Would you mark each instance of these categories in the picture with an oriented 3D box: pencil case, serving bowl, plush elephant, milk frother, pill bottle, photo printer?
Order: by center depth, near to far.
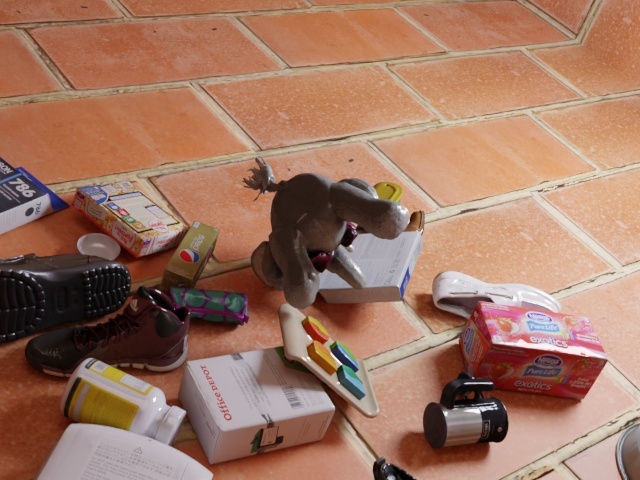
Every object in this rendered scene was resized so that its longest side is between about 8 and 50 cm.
[{"bbox_3d":[-0.300,0.402,1.374,0.256,0.107,0.308,19,35,-1],"label":"photo printer"},{"bbox_3d":[-0.314,0.269,1.546,0.184,0.103,0.103,24,36,6],"label":"pill bottle"},{"bbox_3d":[0.251,0.310,1.780,0.134,0.129,0.143,1,-3,-25],"label":"milk frother"},{"bbox_3d":[-0.213,0.125,1.816,0.151,0.065,0.070,6,22,-18],"label":"pencil case"},{"bbox_3d":[-0.433,0.022,1.879,0.083,0.027,0.083,13,36,-10],"label":"serving bowl"},{"bbox_3d":[0.000,0.000,1.883,0.272,0.255,0.330,-44,57,-6],"label":"plush elephant"}]

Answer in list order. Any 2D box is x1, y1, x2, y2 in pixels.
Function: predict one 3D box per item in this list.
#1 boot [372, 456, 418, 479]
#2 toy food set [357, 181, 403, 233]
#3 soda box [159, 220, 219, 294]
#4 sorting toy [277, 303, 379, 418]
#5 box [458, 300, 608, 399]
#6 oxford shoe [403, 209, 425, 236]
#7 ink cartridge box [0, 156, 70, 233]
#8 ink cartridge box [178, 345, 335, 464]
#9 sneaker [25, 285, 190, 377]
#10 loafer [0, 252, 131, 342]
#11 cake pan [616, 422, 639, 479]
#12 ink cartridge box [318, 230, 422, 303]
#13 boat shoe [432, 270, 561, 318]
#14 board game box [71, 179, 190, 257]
[{"bbox_3d":[0.140,0.467,1.389,0.091,0.229,0.263,-21,52,-43],"label":"boot"},{"bbox_3d":[0.115,-0.064,2.227,0.128,0.071,0.218,6,28,23],"label":"toy food set"},{"bbox_3d":[-0.257,0.039,1.910,0.058,0.061,0.181,21,35,1],"label":"soda box"},{"bbox_3d":[0.017,0.209,1.736,0.208,0.038,0.193,38,15,-21],"label":"sorting toy"},{"bbox_3d":[0.423,0.221,1.938,0.256,0.123,0.128,9,36,-14],"label":"box"},{"bbox_3d":[0.192,-0.009,2.179,0.076,0.076,0.212,14,35,8],"label":"oxford shoe"},{"bbox_3d":[-0.661,-0.078,1.876,0.165,0.065,0.332,34,37,20],"label":"ink cartridge box"},{"bbox_3d":[-0.112,0.274,1.642,0.219,0.093,0.160,-5,42,-31],"label":"ink cartridge box"},{"bbox_3d":[-0.352,0.141,1.644,0.281,0.163,0.106,-1,40,-26],"label":"sneaker"},{"bbox_3d":[-0.517,0.091,1.689,0.365,0.134,0.130,-2,16,-42],"label":"loafer"},{"bbox_3d":[0.712,0.443,1.841,0.293,0.054,0.293,12,37,-9],"label":"cake pan"},{"bbox_3d":[0.085,0.055,2.033,0.223,0.045,0.223,-1,30,21],"label":"ink cartridge box"},{"bbox_3d":[0.369,0.146,2.042,0.277,0.098,0.096,11,36,4],"label":"boat shoe"},{"bbox_3d":[-0.383,-0.048,1.956,0.193,0.045,0.146,36,27,22],"label":"board game box"}]
